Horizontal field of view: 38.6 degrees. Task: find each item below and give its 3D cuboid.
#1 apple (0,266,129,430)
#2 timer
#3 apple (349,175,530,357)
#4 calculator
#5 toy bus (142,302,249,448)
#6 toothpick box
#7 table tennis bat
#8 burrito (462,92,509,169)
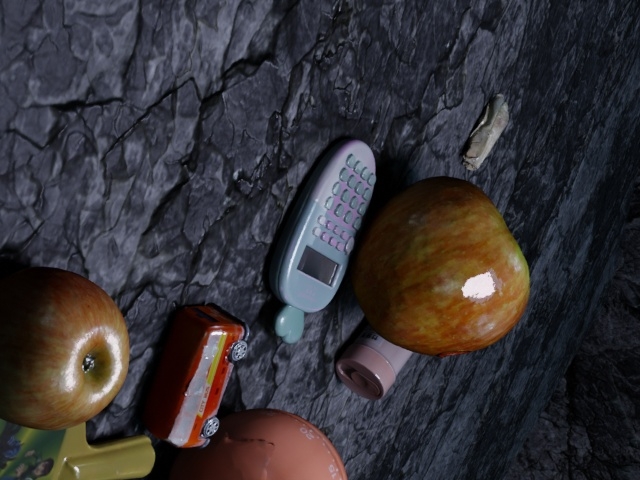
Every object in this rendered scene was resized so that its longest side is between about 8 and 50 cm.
[{"bbox_3d":[-0.237,0.096,0.792,0.146,0.131,0.146,-36,135,-45],"label":"apple"},{"bbox_3d":[-0.080,0.333,1.182,0.215,0.230,0.229,10,102,-65],"label":"timer"},{"bbox_3d":[0.174,0.048,1.397,0.250,0.277,0.309,-31,147,2],"label":"apple"},{"bbox_3d":[0.000,0.000,1.267,0.298,0.041,0.185,-67,154,-3],"label":"calculator"},{"bbox_3d":[-0.153,0.164,1.079,0.077,0.079,0.174,9,105,-55],"label":"toy bus"},{"bbox_3d":[0.106,0.186,1.560,0.149,0.098,0.098,-48,149,-34],"label":"toothpick box"},{"bbox_3d":[-0.284,0.232,0.927,0.321,0.050,0.198,13,98,-60],"label":"table tennis bat"},{"bbox_3d":[0.305,-0.198,1.680,0.149,0.041,0.055,-60,141,-12],"label":"burrito"}]
